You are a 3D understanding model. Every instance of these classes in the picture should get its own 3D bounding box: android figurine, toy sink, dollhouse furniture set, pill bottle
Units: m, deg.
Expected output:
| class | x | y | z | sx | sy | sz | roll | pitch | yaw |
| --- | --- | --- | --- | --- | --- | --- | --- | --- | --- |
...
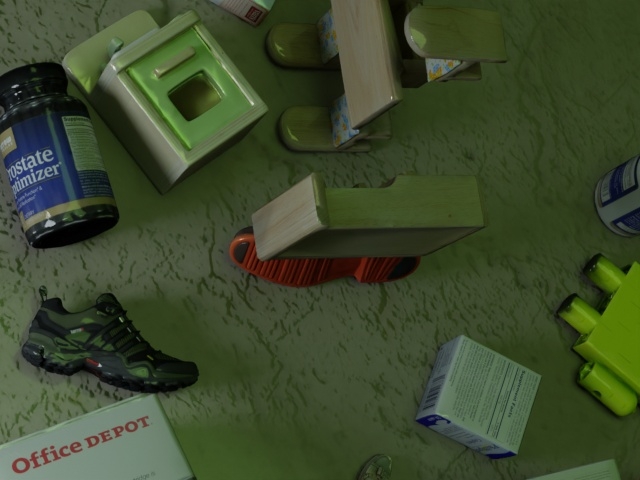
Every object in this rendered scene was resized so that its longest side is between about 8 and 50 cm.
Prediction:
| class | x | y | z | sx | sy | sz | roll | pitch | yaw |
| --- | --- | --- | --- | --- | --- | --- | --- | --- | --- |
| android figurine | 0.486 | 0.149 | 2.064 | 0.273 | 0.056 | 0.248 | 39 | 64 | -7 |
| toy sink | -0.209 | -0.210 | 1.843 | 0.152 | 0.131 | 0.234 | -37 | 90 | -28 |
| dollhouse furniture set | 0.040 | -0.185 | 1.797 | 0.256 | 0.362 | 0.394 | -1 | 75 | -29 |
| pill bottle | -0.344 | -0.110 | 1.762 | 0.122 | 0.123 | 0.219 | -14 | 80 | -25 |
| pill bottle | 0.507 | -0.082 | 2.068 | 0.112 | 0.186 | 0.112 | 6 | 72 | -21 |

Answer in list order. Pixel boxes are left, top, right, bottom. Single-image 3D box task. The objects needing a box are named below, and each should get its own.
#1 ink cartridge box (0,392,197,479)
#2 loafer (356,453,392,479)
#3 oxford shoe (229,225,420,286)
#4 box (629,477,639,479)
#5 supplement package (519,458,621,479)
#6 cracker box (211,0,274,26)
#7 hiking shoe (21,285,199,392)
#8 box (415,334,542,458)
| class | x | y | z | sx | sy | sz | roll | pitch | yaw |
| --- | --- | --- | --- | --- | --- | --- | --- | --- | --- |
| ink cartridge box | -0.242 | 0.367 | 1.623 | 0.223 | 0.129 | 0.307 | -18 | 69 | -26 |
| loafer | 0.064 | 0.338 | 1.840 | 0.045 | 0.039 | 0.125 | 39 | 64 | -7 |
| oxford shoe | 0.000 | 0.000 | 1.903 | 0.271 | 0.097 | 0.098 | 4 | 49 | -22 |
| box | 0.507 | 0.485 | 1.922 | 0.154 | 0.142 | 0.300 | 9 | 71 | -19 |
| supplement package | 0.292 | 0.446 | 1.813 | 0.199 | 0.198 | 0.263 | -8 | 77 | -25 |
| cracker box | -0.151 | -0.433 | 1.971 | 0.232 | 0.067 | 0.156 | 29 | 66 | -11 |
| hiking shoe | -0.257 | 0.124 | 1.747 | 0.226 | 0.086 | 0.114 | 15 | 72 | -17 |
| box | 0.221 | 0.220 | 1.923 | 0.137 | 0.072 | 0.126 | 28 | 65 | -12 |
